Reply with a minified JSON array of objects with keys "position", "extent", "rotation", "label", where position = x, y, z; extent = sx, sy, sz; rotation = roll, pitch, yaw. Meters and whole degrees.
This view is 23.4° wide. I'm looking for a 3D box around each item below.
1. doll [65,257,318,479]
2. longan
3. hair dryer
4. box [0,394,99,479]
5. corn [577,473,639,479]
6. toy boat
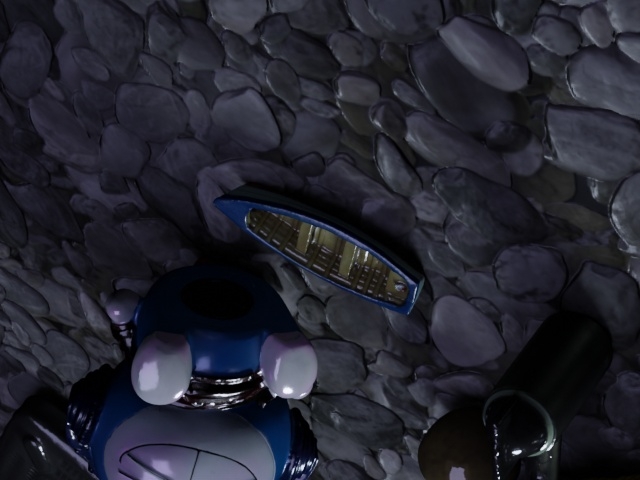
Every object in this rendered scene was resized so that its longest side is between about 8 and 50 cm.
[{"position":[-0.136,0.185,1.704],"extent":[0.284,0.240,0.310],"rotation":[8,123,-6],"label":"doll"},{"position":[0.163,0.222,1.626],"extent":[0.119,0.106,0.106],"rotation":[-44,100,8],"label":"longan"},{"position":[0.204,0.218,1.472],"extent":[0.078,0.195,0.248],"rotation":[14,124,27],"label":"hair dryer"},{"position":[-0.331,0.360,2.134],"extent":[0.289,0.073,0.290],"rotation":[38,141,-1],"label":"box"},{"position":[0.334,0.299,1.533],"extent":[0.387,0.144,0.144],"rotation":[-15,118,42],"label":"corn"},{"position":[0.000,0.000,1.560],"extent":[0.229,0.046,0.080],"rotation":[27,141,12],"label":"toy boat"}]
